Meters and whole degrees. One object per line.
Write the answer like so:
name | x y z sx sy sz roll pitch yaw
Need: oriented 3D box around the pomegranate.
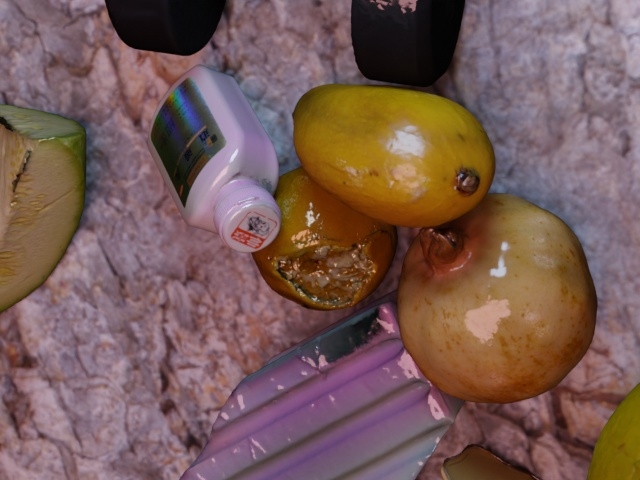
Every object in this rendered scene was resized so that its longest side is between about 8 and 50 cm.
pomegranate | 0.168 0.059 1.704 0.207 0.207 0.207 4 104 15

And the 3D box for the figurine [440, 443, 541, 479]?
figurine | 0.130 0.366 1.806 0.208 0.181 0.257 28 117 -13

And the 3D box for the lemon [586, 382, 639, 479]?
lemon | 0.386 0.252 1.648 0.297 0.297 0.297 4 104 15

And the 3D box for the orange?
orange | 0.000 0.000 1.769 0.154 0.134 0.155 12 128 16

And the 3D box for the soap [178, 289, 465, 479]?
soap | -0.002 0.208 1.838 0.324 0.109 0.193 -30 90 20

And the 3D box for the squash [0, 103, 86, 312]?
squash | -0.308 -0.007 1.877 0.169 0.093 0.252 29 117 56

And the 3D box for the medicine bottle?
medicine bottle | -0.101 -0.074 1.750 0.078 0.219 0.115 20 116 -35

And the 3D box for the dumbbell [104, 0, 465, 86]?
dumbbell | -0.029 -0.264 1.681 0.322 0.204 0.204 9 106 14

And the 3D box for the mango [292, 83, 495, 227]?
mango | 0.060 -0.092 1.671 0.176 0.317 0.119 -5 107 -21
